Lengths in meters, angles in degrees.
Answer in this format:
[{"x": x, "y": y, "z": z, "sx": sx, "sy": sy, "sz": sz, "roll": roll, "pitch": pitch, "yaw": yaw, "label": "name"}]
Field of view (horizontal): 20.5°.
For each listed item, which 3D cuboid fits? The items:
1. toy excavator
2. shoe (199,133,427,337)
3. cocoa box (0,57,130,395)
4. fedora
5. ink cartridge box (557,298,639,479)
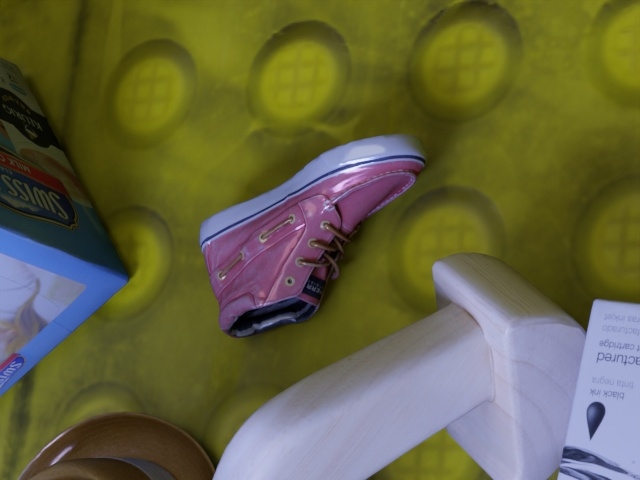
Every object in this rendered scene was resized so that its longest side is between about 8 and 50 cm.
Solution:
[{"x": -0.076, "y": 0.224, "z": 0.980, "sx": 0.222, "sy": 0.432, "sz": 0.445, "roll": 45, "pitch": 126, "yaw": 48, "label": "toy excavator"}, {"x": 0.000, "y": 0.000, "z": 1.146, "sx": 0.178, "sy": 0.063, "sz": 0.081, "roll": -26, "pitch": 63, "yaw": 29, "label": "shoe"}, {"x": -0.358, "y": 0.028, "z": 1.253, "sx": 0.347, "sy": 0.231, "sz": 0.228, "roll": -41, "pitch": 58, "yaw": 14, "label": "cocoa box"}, {"x": -0.156, "y": 0.196, "z": 1.164, "sx": 0.194, "sy": 0.079, "sz": 0.194, "roll": -11, "pitch": 68, "yaw": 29, "label": "fedora"}, {"x": 0.208, "y": 0.145, "z": 0.950, "sx": 0.148, "sy": 0.086, "sz": 0.203, "roll": 5, "pitch": 76, "yaw": 33, "label": "ink cartridge box"}]
